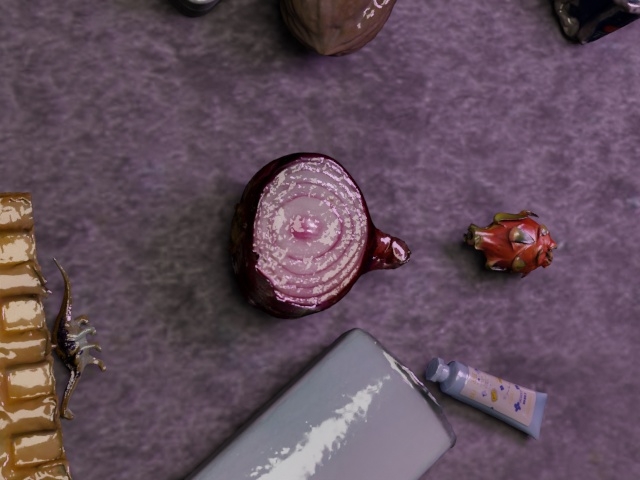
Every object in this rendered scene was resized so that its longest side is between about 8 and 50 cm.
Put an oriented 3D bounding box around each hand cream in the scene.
[{"bbox_3d":[0.211,0.191,1.681,0.170,0.043,0.065,24,67,-17],"label":"hand cream"}]

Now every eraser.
[{"bbox_3d":[0.478,-0.386,1.857,0.332,0.155,0.101,-30,92,-25],"label":"eraser"},{"bbox_3d":[0.002,0.258,1.553,0.290,0.104,0.189,-41,99,-23],"label":"eraser"}]

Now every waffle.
[{"bbox_3d":[-0.428,0.123,1.412,0.304,0.077,0.348,-5,88,-21],"label":"waffle"}]

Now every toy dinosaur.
[{"bbox_3d":[-0.273,0.110,1.515,0.058,0.037,0.180,-3,80,-27],"label":"toy dinosaur"}]

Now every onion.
[{"bbox_3d":[0.000,0.000,1.591,0.218,0.140,0.195,7,80,-20],"label":"onion"}]

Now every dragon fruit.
[{"bbox_3d":[0.241,0.005,1.715,0.116,0.081,0.086,-3,112,-16],"label":"dragon fruit"}]

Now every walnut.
[{"bbox_3d":[0.026,-0.331,1.656,0.178,0.178,0.230,17,71,-17],"label":"walnut"}]

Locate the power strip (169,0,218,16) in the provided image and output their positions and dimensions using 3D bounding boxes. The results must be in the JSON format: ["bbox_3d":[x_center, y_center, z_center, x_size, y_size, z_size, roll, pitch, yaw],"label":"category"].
[{"bbox_3d":[-0.144,-0.437,1.656,0.229,0.141,0.261,45,81,-6],"label":"power strip"}]
